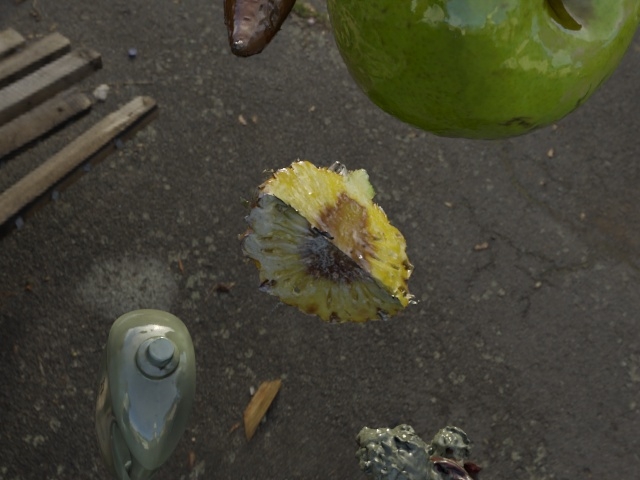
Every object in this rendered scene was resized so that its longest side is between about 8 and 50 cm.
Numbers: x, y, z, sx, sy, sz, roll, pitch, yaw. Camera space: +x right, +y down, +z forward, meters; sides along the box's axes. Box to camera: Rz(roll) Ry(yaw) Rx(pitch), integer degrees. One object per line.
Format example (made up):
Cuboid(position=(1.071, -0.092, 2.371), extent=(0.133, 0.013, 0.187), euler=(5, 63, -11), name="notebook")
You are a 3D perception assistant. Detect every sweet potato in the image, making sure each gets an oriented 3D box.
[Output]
Cuboid(position=(-0.035, -0.228, 0.524), extent=(0.057, 0.057, 0.264), euler=(14, 52, -2), name="sweet potato")

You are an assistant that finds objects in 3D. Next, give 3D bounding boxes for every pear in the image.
Cuboid(position=(0.169, -0.311, 0.770), extent=(0.391, 0.391, 0.391), euler=(5, 55, -8), name="pear")

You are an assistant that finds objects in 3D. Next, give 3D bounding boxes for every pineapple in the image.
Cuboid(position=(0.001, -0.002, 1.214), extent=(0.344, 0.209, 0.286), euler=(39, 33, -14), name="pineapple")

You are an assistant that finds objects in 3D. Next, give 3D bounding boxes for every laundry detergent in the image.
Cuboid(position=(-0.196, 0.168, 0.727), extent=(0.091, 0.253, 0.181), euler=(4, 60, -22), name="laundry detergent")

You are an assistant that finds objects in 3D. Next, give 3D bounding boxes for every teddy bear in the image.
Cuboid(position=(0.236, 0.512, 1.421), extent=(0.224, 0.367, 0.357), euler=(-48, 28, 2), name="teddy bear")
